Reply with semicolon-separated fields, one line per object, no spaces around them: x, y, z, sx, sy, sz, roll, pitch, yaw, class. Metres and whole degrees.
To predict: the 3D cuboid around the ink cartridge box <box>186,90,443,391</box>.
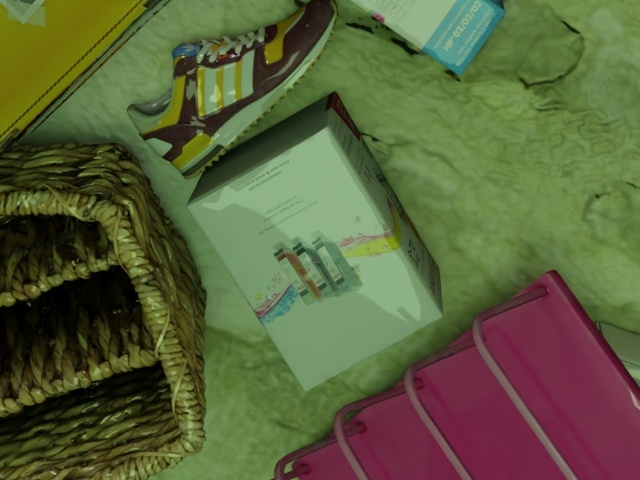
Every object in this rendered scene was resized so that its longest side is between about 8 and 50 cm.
0.000;0.000;1.377;0.127;0.128;0.176;-28;104;11;ink cartridge box

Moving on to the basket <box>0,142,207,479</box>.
-0.251;0.072;1.343;0.299;0.223;0.213;-19;120;9;basket

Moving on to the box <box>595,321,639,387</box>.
0.232;0.216;1.445;0.113;0.094;0.275;19;106;-2;box

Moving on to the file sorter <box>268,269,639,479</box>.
0.096;0.196;1.340;0.290;0.182;0.202;-40;78;27;file sorter

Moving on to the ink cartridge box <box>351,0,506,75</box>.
0.047;-0.206;1.326;0.181;0.104;0.061;34;105;-7;ink cartridge box

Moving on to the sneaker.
-0.069;-0.134;1.373;0.084;0.069;0.185;43;103;-12;sneaker

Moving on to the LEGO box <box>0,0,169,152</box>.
-0.291;-0.329;1.204;0.500;0.193;0.372;46;126;-10;LEGO box
